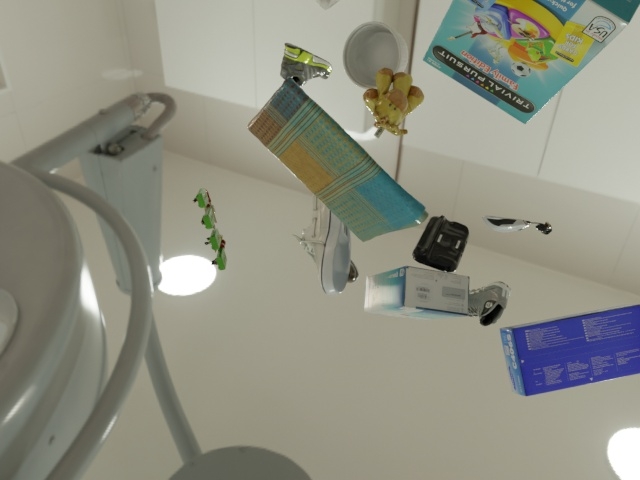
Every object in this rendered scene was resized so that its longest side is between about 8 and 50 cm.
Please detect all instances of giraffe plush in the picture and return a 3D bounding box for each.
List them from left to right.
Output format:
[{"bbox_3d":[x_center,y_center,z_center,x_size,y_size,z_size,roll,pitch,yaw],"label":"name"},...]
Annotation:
[{"bbox_3d":[0.200,-0.391,1.646,0.181,0.210,0.170,18,-162,6],"label":"giraffe plush"}]

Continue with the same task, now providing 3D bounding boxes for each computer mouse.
[{"bbox_3d":[0.562,-0.041,1.616,0.192,0.042,0.106,8,-178,24],"label":"computer mouse"}]

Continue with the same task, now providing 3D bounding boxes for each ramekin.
[{"bbox_3d":[0.186,-0.596,1.824,0.207,0.207,0.109,22,-156,26],"label":"ramekin"}]

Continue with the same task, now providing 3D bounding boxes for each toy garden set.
[{"bbox_3d":[-0.353,-0.044,1.775,0.049,0.244,0.204,-15,-164,-2],"label":"toy garden set"}]

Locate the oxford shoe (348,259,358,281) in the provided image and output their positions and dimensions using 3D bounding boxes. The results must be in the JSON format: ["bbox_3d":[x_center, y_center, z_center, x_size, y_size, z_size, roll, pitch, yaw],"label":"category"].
[{"bbox_3d":[0.042,0.040,1.854,0.227,0.083,0.096,49,-170,12],"label":"oxford shoe"}]

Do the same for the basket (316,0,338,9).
[{"bbox_3d":[0.047,-0.877,1.518,0.331,0.328,0.266,-33,-159,25],"label":"basket"}]

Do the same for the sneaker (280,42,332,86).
[{"bbox_3d":[-0.059,-0.602,1.973,0.111,0.121,0.300,34,-162,22],"label":"sneaker"}]

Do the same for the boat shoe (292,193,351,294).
[{"bbox_3d":[-0.003,-0.006,1.638,0.156,0.136,0.367,-9,-121,21],"label":"boat shoe"}]

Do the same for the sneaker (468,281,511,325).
[{"bbox_3d":[0.496,0.222,1.784,0.086,0.228,0.132,37,-134,-16],"label":"sneaker"}]

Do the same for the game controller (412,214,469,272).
[{"bbox_3d":[0.450,0.009,2.073,0.166,0.067,0.319,27,-142,9],"label":"game controller"}]

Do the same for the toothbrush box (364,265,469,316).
[{"bbox_3d":[0.291,0.170,1.751,0.216,0.126,0.295,10,168,-17],"label":"toothbrush box"}]

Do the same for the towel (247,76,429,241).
[{"bbox_3d":[0.025,-0.148,1.143,0.040,0.370,0.271,-51,-167,-21],"label":"towel"}]

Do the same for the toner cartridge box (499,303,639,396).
[{"bbox_3d":[0.632,0.266,1.384,0.347,0.165,0.075,-9,173,-7],"label":"toner cartridge box"}]

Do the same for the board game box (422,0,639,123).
[{"bbox_3d":[0.352,-0.374,1.005,0.253,0.336,0.079,33,-106,3],"label":"board game box"}]
